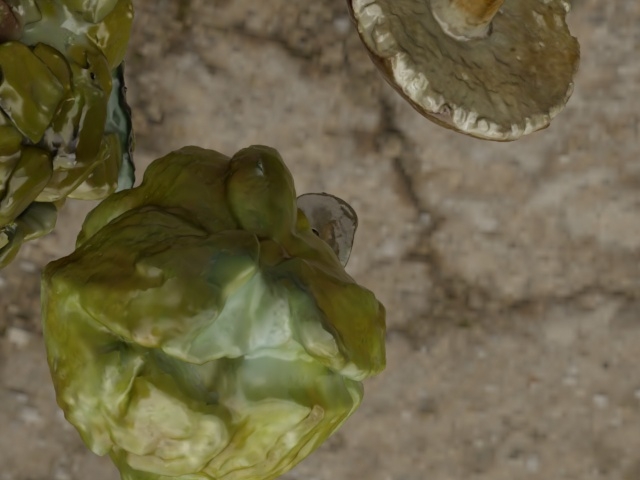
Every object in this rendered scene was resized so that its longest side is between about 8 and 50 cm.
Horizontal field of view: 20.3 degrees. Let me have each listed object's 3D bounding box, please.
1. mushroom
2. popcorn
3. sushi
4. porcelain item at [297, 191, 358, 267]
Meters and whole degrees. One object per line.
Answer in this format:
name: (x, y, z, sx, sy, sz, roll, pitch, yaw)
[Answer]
mushroom: (0.124, -0.209, 1.394, 0.208, 0.233, 0.301, -28, 168, -5)
popcorn: (-0.091, 0.057, 1.358, 0.276, 0.276, 0.225, 34, 117, -27)
sushi: (-0.280, -0.138, 1.544, 0.285, 0.329, 0.328, 22, 119, 26)
porcelain item: (0.000, 0.000, 1.681, 0.069, 0.081, 0.216, 14, 178, 3)
